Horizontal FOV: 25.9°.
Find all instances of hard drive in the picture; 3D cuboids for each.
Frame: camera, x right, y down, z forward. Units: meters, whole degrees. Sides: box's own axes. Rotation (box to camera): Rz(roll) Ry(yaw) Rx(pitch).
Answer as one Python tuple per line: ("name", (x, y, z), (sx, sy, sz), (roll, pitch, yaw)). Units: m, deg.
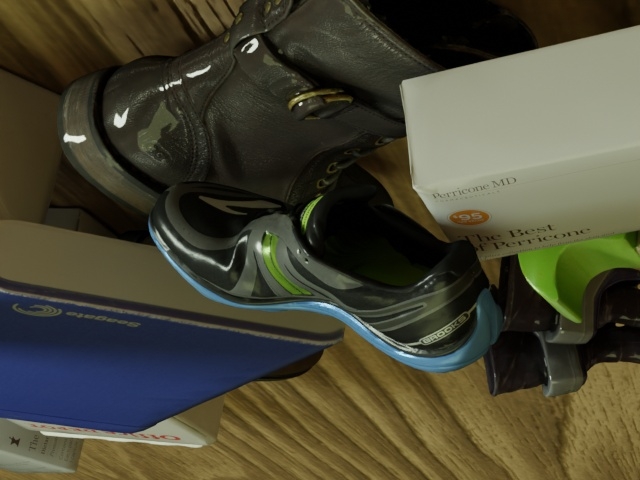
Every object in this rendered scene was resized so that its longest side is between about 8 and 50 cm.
("hard drive", (-0.152, 0.068, 0.884), (0.210, 0.040, 0.319), (12, 159, -25))

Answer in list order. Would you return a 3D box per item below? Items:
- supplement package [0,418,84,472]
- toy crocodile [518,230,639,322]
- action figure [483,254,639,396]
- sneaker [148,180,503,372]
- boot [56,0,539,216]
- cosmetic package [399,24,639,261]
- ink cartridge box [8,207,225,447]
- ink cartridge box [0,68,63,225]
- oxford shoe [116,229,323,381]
("supplement package", (-0.360, 0.136, 1.372), (0.244, 0.139, 0.134), (23, 158, -35))
("toy crocodile", (0.270, -0.008, 0.698), (0.341, 0.105, 0.115), (3, 160, 19))
("action figure", (0.255, 0.057, 0.920), (0.285, 0.099, 0.185), (7, 154, -2))
("sneaker", (0.000, 0.000, 0.658), (0.188, 0.067, 0.078), (18, 138, 31))
("boot", (0.018, -0.057, 0.723), (0.229, 0.091, 0.263), (-18, 155, 39))
("cosmetic package", (0.164, -0.051, 0.614), (0.239, 0.060, 0.099), (-12, 153, 16))
("ink cartridge box", (-0.226, 0.078, 1.170), (0.207, 0.117, 0.283), (1, 158, 23))
("ink cartridge box", (-0.345, -0.036, 0.900), (0.207, 0.119, 0.353), (24, 155, -36))
("oxford shoe", (-0.056, 0.056, 1.083), (0.096, 0.082, 0.227), (-9, 155, 33))
